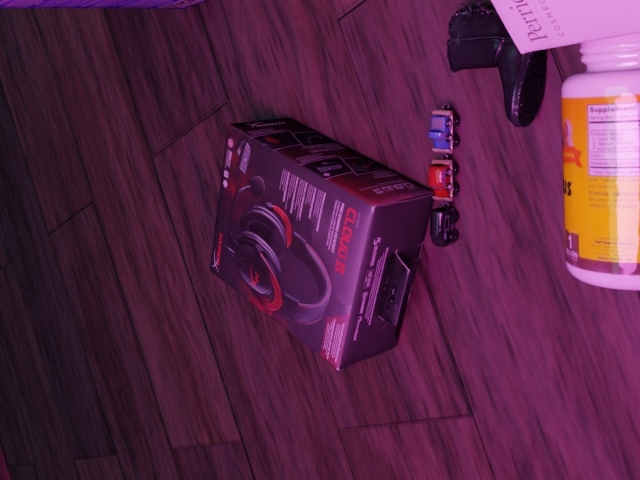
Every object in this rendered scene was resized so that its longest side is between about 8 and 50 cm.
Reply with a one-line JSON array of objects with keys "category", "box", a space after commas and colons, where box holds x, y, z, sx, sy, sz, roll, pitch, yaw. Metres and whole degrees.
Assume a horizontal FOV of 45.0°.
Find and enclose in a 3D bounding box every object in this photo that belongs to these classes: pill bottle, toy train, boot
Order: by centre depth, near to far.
[{"category": "pill bottle", "box": [0.261, -0.074, 0.640, 0.117, 0.117, 0.215, 7, 106, 46]}, {"category": "boot", "box": [0.171, -0.177, 0.764, 0.099, 0.045, 0.121, 15, 105, 42]}, {"category": "toy train", "box": [0.133, -0.069, 0.843, 0.027, 0.036, 0.158, 13, 111, 45]}]

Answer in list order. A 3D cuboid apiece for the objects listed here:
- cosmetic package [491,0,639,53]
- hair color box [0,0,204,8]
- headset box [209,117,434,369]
[{"category": "cosmetic package", "box": [0.268, -0.264, 0.462, 0.385, 0.156, 0.217, -3, 144, 44]}, {"category": "hair color box", "box": [-0.309, -0.401, 0.999, 0.110, 0.339, 0.185, 5, 105, 48]}, {"category": "headset box", "box": [0.000, 0.000, 0.953, 0.293, 0.110, 0.218, 33, 124, 37]}]
